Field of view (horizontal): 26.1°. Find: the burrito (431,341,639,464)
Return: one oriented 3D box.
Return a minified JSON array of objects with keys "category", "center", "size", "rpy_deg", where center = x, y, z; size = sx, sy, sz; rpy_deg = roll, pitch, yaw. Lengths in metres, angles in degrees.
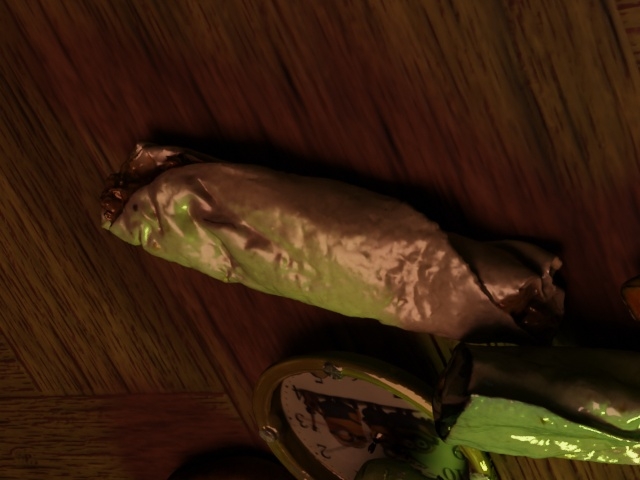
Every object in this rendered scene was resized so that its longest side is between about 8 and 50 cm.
[{"category":"burrito","center":[0.201,0.126,1.035],"size":[0.229,0.089,0.144],"rpy_deg":[8,166,1]}]

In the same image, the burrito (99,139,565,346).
[{"category":"burrito","center":[0.000,0.000,1.086],"size":[0.392,0.076,0.117],"rpy_deg":[16,129,16]}]

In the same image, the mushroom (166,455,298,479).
[{"category":"mushroom","center":[-0.108,0.266,1.387],"size":[0.210,0.072,0.094],"rpy_deg":[-22,104,43]}]

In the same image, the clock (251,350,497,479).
[{"category":"clock","center":[0.052,0.170,1.212],"size":[0.237,0.057,0.237],"rpy_deg":[19,140,17]}]

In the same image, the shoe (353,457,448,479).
[{"category":"shoe","center":[0.054,0.286,1.208],"size":[0.140,0.128,0.262],"rpy_deg":[31,143,23]}]

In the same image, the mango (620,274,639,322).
[{"category":"mango","center":[0.300,0.054,0.954],"size":[0.187,0.066,0.101],"rpy_deg":[9,139,32]}]
